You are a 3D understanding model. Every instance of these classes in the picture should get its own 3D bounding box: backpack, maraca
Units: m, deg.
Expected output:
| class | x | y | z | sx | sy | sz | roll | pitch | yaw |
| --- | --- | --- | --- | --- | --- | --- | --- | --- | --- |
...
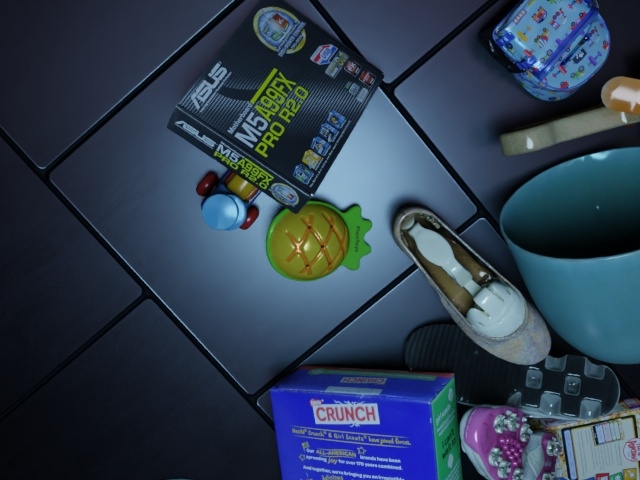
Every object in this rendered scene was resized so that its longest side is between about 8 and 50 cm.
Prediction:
| class | x | y | z | sx | sy | sz | roll | pitch | yaw |
| --- | --- | --- | --- | --- | --- | --- | --- | --- | --- |
| backpack | 0.348 | -0.294 | 1.103 | 0.158 | 0.117 | 0.173 | -44 | 102 | 8 |
| maraca | 0.000 | 0.000 | 1.163 | 0.186 | 0.099 | 0.127 | -4 | 105 | -27 |

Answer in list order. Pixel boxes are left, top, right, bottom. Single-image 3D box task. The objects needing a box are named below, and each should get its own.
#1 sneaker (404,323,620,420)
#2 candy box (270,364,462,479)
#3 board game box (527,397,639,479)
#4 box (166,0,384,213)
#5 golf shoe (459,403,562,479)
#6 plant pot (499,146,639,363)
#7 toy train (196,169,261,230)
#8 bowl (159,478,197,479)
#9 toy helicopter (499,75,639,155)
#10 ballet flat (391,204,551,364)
| class | x | y | z | sx | sy | sz | roll | pitch | yaw |
| --- | --- | --- | --- | --- | --- | --- | --- | --- | --- |
| sneaker | 0.298 | 0.229 | 1.205 | 0.331 | 0.146 | 0.122 | 14 | 73 | 19 |
| candy box | 0.079 | 0.366 | 1.174 | 0.268 | 0.122 | 0.317 | -1 | 103 | 26 |
| board game box | 0.460 | 0.360 | 1.268 | 0.194 | 0.045 | 0.146 | -11 | 101 | 1 |
| box | -0.054 | -0.201 | 1.057 | 0.216 | 0.060 | 0.270 | 35 | 57 | -8 |
| golf shoe | 0.261 | 0.314 | 1.136 | 0.306 | 0.140 | 0.115 | 39 | 66 | -48 |
| plant pot | 0.439 | 0.036 | 1.093 | 0.293 | 0.293 | 0.235 | -23 | 116 | 3 |
| toy train | -0.086 | -0.119 | 1.109 | 0.105 | 0.143 | 0.248 | 39 | 98 | -9 |
| bowl | -0.244 | 0.576 | 1.232 | 0.312 | 0.163 | 0.311 | 0 | 102 | -1 |
| toy helicopter | 0.436 | -0.180 | 1.066 | 0.355 | 0.235 | 0.140 | -16 | 101 | 2 |
| ballet flat | 0.220 | 0.067 | 1.123 | 0.316 | 0.106 | 0.107 | 44 | 91 | 12 |
